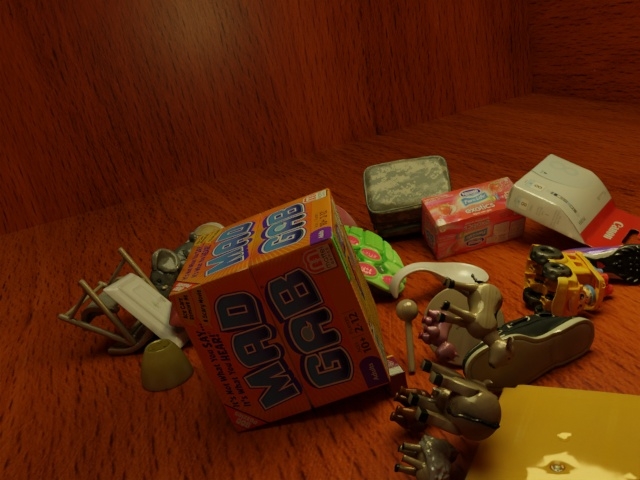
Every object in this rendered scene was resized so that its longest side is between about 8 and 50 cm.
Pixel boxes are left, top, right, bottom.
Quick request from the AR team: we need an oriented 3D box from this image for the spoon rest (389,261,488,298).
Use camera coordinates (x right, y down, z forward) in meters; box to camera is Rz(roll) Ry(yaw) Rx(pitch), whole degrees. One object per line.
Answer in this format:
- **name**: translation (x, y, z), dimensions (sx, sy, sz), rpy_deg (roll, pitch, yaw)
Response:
- **spoon rest**: translation (0.329, 0.100, 1.883), dimensions (0.277, 0.084, 0.137), rpy_deg (-6, 25, -11)

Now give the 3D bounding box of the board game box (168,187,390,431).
- **board game box**: translation (-0.079, 0.145, 1.565), dimensions (0.357, 0.356, 0.356), rpy_deg (-20, 19, 7)

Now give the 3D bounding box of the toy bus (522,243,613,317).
- **toy bus**: translation (0.623, 0.113, 1.677), dimensions (0.212, 0.149, 0.220), rpy_deg (5, 22, -1)

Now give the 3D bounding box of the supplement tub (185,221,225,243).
- **supplement tub**: translation (-0.409, 0.024, 2.466), dimensions (0.144, 0.144, 0.199), rpy_deg (-9, 20, 9)

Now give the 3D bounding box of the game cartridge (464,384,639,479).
- **game cartridge**: translation (0.432, 0.368, 1.204), dimensions (0.285, 0.052, 0.324), rpy_deg (0, 20, 29)

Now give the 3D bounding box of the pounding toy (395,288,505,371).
- **pounding toy**: translation (0.306, 0.201, 1.597), dimensions (0.237, 0.182, 0.110), rpy_deg (-12, -6, 10)

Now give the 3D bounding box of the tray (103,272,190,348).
- **tray**: translation (-0.471, 0.191, 1.940), dimensions (0.270, 0.030, 0.145), rpy_deg (38, 24, 3)

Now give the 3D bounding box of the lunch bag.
- **lunch bag**: translation (0.313, -0.129, 2.337), dimensions (0.305, 0.256, 0.212), rpy_deg (-11, 60, 9)

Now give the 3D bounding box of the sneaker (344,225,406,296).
- **sneaker**: translation (0.033, 0.068, 2.044), dimensions (0.483, 0.202, 0.185), rpy_deg (18, 46, 22)

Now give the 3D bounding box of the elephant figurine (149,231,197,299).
- **elephant figurine**: translation (-0.496, 0.102, 2.262), dimensions (0.240, 0.169, 0.186), rpy_deg (-15, 25, -20)

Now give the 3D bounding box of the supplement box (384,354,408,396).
- **supplement box**: translation (0.159, 0.300, 1.522), dimensions (0.043, 0.054, 0.083), rpy_deg (-15, 21, -9)

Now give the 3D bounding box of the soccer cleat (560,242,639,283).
- **soccer cleat**: translation (0.757, 0.053, 1.793), dimensions (0.318, 0.108, 0.116), rpy_deg (-7, 16, 20)

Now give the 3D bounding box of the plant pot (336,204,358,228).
- **plant pot**: translation (0.000, 0.000, 2.260), dimensions (0.201, 0.201, 0.180), rpy_deg (10, 44, 46)

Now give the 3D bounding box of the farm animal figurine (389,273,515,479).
- **farm animal figurine**: translation (0.264, 0.260, 1.255), dimensions (0.172, 0.330, 0.326), rpy_deg (20, 20, -1)

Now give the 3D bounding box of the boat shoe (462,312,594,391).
- **boat shoe**: translation (0.427, 0.225, 1.471), dimensions (0.340, 0.127, 0.113), rpy_deg (-18, 21, -22)

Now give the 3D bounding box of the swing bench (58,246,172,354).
- **swing bench**: translation (-0.580, 0.193, 2.025), dimensions (0.165, 0.255, 0.253), rpy_deg (-53, 3, 24)

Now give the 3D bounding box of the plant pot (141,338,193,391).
- **plant pot**: translation (-0.405, 0.311, 1.755), dimensions (0.134, 0.095, 0.134), rpy_deg (-11, 20, 4)

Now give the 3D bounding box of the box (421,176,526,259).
- **box**: translation (0.481, -0.070, 2.155), dimensions (0.300, 0.154, 0.142), rpy_deg (-15, 43, -7)

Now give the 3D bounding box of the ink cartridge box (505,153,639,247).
- **ink cartridge box**: translation (0.787, -0.105, 2.018), dimensions (0.385, 0.091, 0.308), rpy_deg (28, 38, 26)

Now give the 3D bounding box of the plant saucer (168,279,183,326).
- **plant saucer**: translation (-0.300, 0.170, 1.990), dimensions (0.259, 0.047, 0.258), rpy_deg (5, 25, -10)
